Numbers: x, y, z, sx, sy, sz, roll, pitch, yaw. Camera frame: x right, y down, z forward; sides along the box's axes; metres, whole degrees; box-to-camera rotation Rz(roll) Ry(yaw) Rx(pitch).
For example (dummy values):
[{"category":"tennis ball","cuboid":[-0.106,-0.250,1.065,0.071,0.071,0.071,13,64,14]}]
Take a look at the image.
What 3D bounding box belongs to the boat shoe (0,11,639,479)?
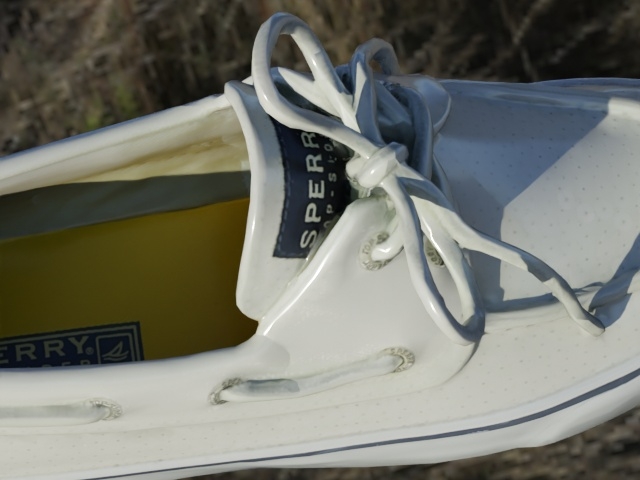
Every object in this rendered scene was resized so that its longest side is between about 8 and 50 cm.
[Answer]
[{"category":"boat shoe","cuboid":[-0.003,-0.007,0.592,0.367,0.156,0.136,-9,65,-7]}]
